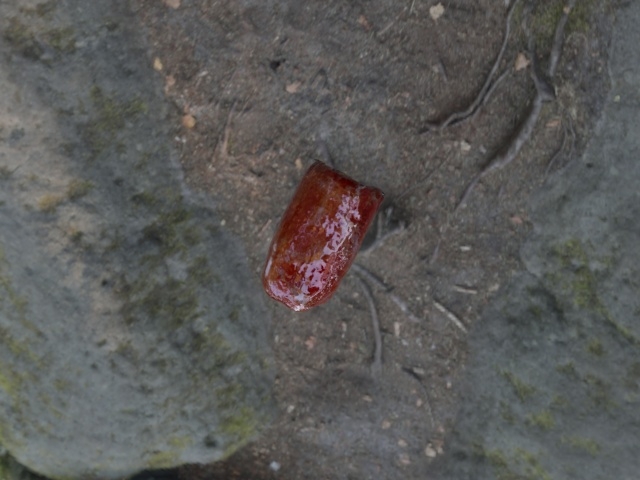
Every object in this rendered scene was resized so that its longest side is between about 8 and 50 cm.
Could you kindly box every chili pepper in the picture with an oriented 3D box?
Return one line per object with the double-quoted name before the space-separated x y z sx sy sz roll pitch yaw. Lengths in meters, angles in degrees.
"chili pepper" 0.000 0.000 0.602 0.073 0.070 0.123 21 96 -38
